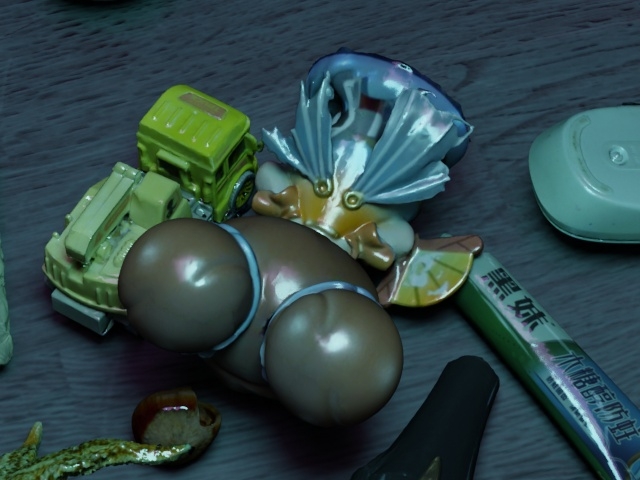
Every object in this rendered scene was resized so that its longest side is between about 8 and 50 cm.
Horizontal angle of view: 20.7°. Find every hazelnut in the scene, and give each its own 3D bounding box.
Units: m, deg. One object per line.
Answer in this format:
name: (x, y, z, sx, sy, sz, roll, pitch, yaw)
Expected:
hazelnut: (-0.139, 0.175, 1.684, 0.086, 0.086, 0.086, 2, 56, -2)

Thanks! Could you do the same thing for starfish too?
starfish: (-0.298, 0.263, 1.506, 0.347, 0.078, 0.358, -2, 33, 44)

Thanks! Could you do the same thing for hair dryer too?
hair dryer: (0.199, 0.287, 1.634, 0.359, 0.120, 0.303, 31, 45, 5)

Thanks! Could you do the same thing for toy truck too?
toy truck: (-0.172, -0.039, 1.774, 0.124, 0.157, 0.272, 28, 59, 15)

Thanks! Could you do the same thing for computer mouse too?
computer mouse: (0.358, -0.062, 1.859, 0.288, 0.097, 0.159, 0, 53, -17)

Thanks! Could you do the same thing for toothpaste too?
toothpaste: (0.237, 0.135, 1.737, 0.099, 0.061, 0.392, -27, 62, -27)

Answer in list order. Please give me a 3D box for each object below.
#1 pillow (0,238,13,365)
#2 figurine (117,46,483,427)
pillow: (-0.461, 0.020, 1.769, 0.281, 0.076, 0.274, -3, 58, -13)
figurine: (0.001, 0.001, 1.704, 0.277, 0.248, 0.388, 25, 63, 10)
